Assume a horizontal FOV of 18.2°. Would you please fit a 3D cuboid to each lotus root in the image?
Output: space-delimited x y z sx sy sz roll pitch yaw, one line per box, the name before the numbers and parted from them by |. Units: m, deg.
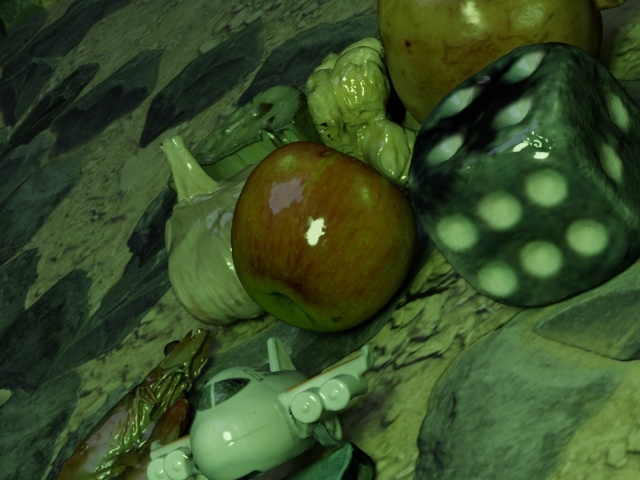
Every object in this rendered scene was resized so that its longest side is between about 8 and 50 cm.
lotus root | -0.064 -0.099 2.414 0.235 0.119 0.138 -19 32 45

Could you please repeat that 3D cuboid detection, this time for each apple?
apple | 0.000 0.000 2.054 0.196 0.196 0.196 -34 24 18

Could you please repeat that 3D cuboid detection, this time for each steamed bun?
steamed bun | 0.073 -0.140 2.224 0.106 0.177 0.192 -22 15 20

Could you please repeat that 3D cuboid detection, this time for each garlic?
garlic | -0.110 -0.029 2.247 0.218 0.212 0.218 -37 17 14

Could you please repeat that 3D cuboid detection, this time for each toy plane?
toy plane | -0.056 0.161 1.873 0.245 0.117 0.244 -24 -1 -1

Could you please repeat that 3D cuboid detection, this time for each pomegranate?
pomegranate | 0.194 -0.232 2.095 0.270 0.252 0.229 -15 37 7

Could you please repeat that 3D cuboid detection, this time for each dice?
dice | 0.201 -0.061 1.852 0.182 0.181 0.183 -29 27 32

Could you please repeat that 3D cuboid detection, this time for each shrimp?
shrimp | -0.189 0.208 2.139 0.287 0.063 0.152 -53 28 -18

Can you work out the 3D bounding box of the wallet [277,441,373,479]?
wallet | -0.117 0.317 1.858 0.379 0.046 0.190 -28 25 32
